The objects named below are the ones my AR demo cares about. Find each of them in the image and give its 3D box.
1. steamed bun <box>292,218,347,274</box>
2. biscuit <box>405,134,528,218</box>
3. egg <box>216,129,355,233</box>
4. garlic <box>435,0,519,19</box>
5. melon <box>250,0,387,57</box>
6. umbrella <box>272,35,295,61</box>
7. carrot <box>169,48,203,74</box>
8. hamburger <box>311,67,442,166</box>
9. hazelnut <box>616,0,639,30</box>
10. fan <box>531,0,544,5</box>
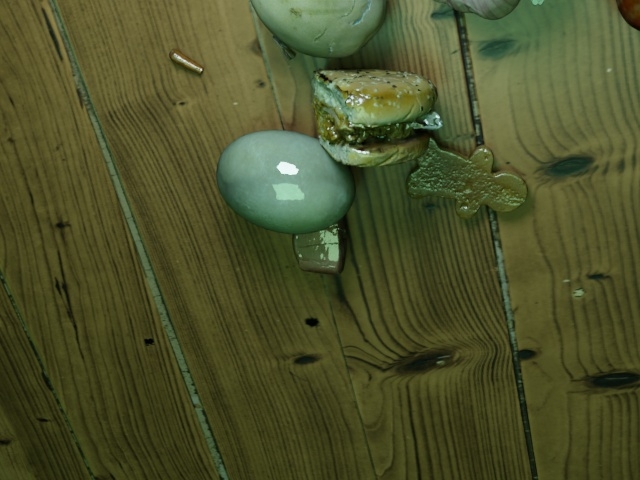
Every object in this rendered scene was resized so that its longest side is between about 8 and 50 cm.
[{"bbox_3d":[0.000,0.000,1.944,0.145,0.106,0.175,4,102,17],"label":"steamed bun"},{"bbox_3d":[0.364,-0.150,1.815,0.302,0.049,0.196,15,122,6],"label":"biscuit"},{"bbox_3d":[-0.088,-0.145,1.805,0.352,0.258,0.258,15,118,17],"label":"egg"},{"bbox_3d":[0.322,-0.621,1.480,0.318,0.259,0.317,10,117,22],"label":"garlic"},{"bbox_3d":[-0.003,-0.542,1.594,0.330,0.268,0.268,28,120,-25],"label":"melon"},{"bbox_3d":[-0.089,-0.468,1.783,0.083,0.031,0.020,53,147,-11],"label":"umbrella"},{"bbox_3d":[-0.341,-0.452,1.846,0.093,0.032,0.032,30,118,-7],"label":"carrot"},{"bbox_3d":[0.128,-0.289,1.673,0.277,0.318,0.195,-7,115,-19],"label":"hamburger"},{"bbox_3d":[0.746,-0.547,1.401,0.366,0.365,0.365,5,116,11],"label":"hazelnut"},{"bbox_3d":[0.478,-0.564,1.616,0.056,0.004,0.083,-31,105,25],"label":"fan"}]
